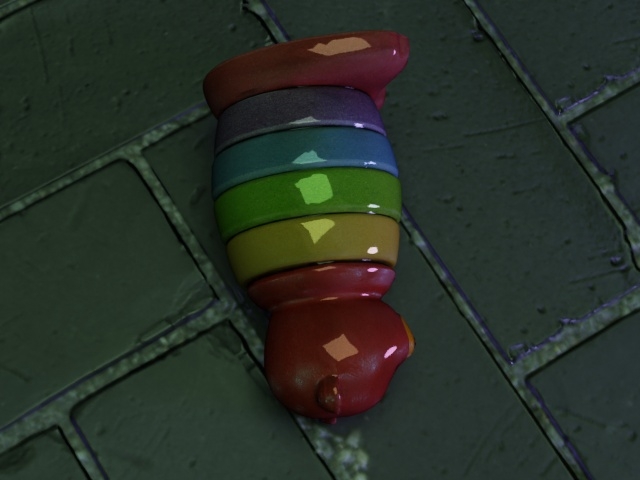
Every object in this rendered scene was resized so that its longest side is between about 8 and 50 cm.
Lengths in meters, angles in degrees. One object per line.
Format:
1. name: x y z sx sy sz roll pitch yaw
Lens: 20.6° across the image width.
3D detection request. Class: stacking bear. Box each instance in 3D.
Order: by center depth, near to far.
1. stacking bear: 0.000 0.000 1.409 0.164 0.175 0.289 -5 77 -10
